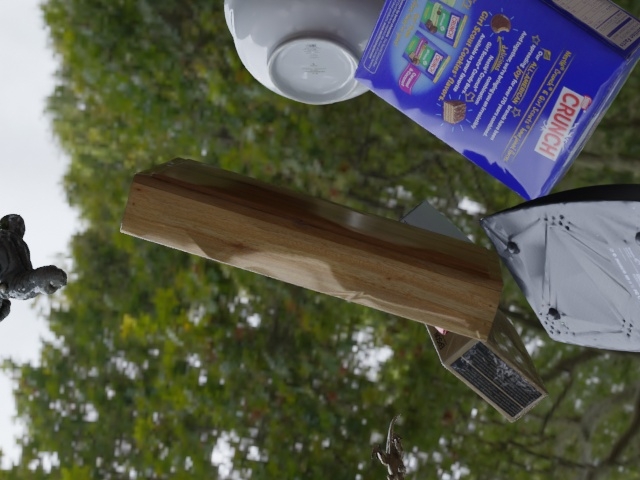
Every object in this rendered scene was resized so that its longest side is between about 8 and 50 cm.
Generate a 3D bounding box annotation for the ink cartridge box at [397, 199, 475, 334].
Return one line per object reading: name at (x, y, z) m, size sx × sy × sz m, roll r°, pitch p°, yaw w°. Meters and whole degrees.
ink cartridge box at (0.165, 0.041, 1.696) m, size 0.072 × 0.175 × 0.127 m, roll -39°, pitch -111°, yaw -18°

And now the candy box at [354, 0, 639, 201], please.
candy box at (0.235, -0.244, 1.551) m, size 0.317 × 0.268 × 0.122 m, roll 38°, pitch -135°, yaw 13°

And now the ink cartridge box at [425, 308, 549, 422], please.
ink cartridge box at (0.271, 0.173, 2.014) m, size 0.193 × 0.088 × 0.235 m, roll 41°, pitch -165°, yaw -26°

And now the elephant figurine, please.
elephant figurine at (-0.466, 0.034, 1.647) m, size 0.186 × 0.239 × 0.169 m, roll 35°, pitch -148°, yaw -15°

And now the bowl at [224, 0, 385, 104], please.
bowl at (-0.004, -0.300, 1.769) m, size 0.297 × 0.298 × 0.134 m, roll 7°, pitch -125°, yaw -5°

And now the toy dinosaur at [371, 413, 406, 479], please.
toy dinosaur at (0.114, 0.340, 1.833) m, size 0.053 × 0.093 × 0.183 m, roll -18°, pitch -128°, yaw 7°

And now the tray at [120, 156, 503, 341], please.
tray at (0.000, 0.000, 1.342) m, size 0.410 × 0.076 × 0.203 m, roll 16°, pitch -170°, yaw 4°

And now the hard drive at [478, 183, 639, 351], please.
hard drive at (0.269, 0.024, 1.093) m, size 0.054 × 0.172 × 0.254 m, roll -39°, pitch -166°, yaw -22°
